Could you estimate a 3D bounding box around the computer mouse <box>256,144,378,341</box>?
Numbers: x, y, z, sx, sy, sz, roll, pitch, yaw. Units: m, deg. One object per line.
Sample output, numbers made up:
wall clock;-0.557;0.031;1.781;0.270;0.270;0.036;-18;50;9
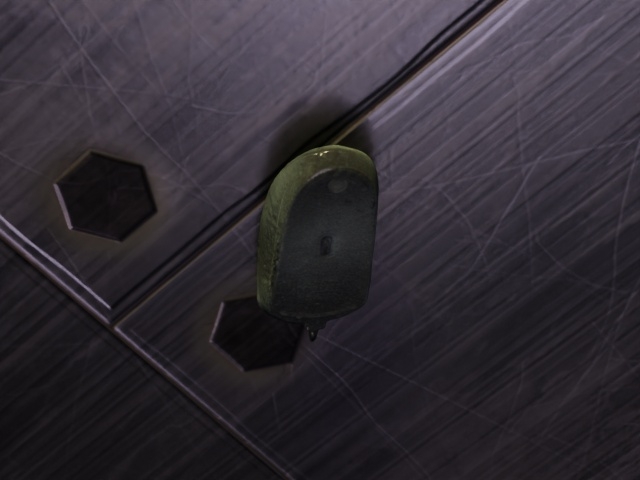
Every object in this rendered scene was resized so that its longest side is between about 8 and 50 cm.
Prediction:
computer mouse;-0.001;-0.005;1.427;0.113;0.068;0.229;-3;131;-14
